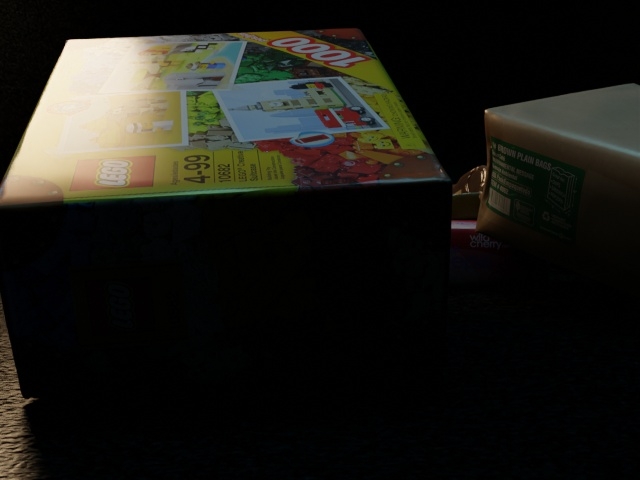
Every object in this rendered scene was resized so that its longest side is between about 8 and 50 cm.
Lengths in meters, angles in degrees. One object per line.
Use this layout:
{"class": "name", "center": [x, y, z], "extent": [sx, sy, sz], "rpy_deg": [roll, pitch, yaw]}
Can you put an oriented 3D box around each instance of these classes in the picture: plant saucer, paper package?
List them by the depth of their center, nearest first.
{"class": "paper package", "center": [0.400, -0.065, 1.143], "extent": [0.310, 0.168, 0.325], "rpy_deg": [-13, 26, -34]}
{"class": "plant saucer", "center": [0.225, -0.032, 1.641], "extent": [0.241, 0.037, 0.241], "rpy_deg": [-7, -12, -1]}

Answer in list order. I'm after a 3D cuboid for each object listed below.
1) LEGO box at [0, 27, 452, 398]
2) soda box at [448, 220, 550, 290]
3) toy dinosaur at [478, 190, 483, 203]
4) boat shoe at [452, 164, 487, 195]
{"class": "LEGO box", "center": [-0.101, -0.064, 1.017], "extent": [0.373, 0.193, 0.500], "rpy_deg": [-4, 27, -6]}
{"class": "soda box", "center": [0.178, 0.016, 1.332], "extent": [0.263, 0.083, 0.092], "rpy_deg": [1, 8, 24]}
{"class": "toy dinosaur", "center": [0.379, -0.050, 1.464], "extent": [0.200, 0.127, 0.296], "rpy_deg": [-16, -2, -15]}
{"class": "boat shoe", "center": [0.263, -0.056, 1.792], "extent": [0.095, 0.095, 0.257], "rpy_deg": [21, -21, -24]}
